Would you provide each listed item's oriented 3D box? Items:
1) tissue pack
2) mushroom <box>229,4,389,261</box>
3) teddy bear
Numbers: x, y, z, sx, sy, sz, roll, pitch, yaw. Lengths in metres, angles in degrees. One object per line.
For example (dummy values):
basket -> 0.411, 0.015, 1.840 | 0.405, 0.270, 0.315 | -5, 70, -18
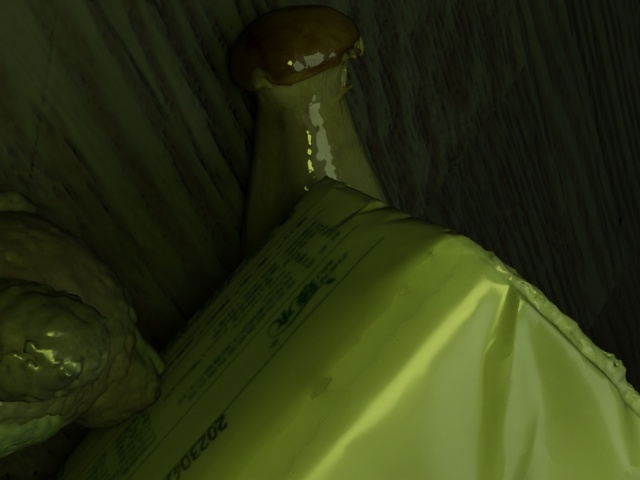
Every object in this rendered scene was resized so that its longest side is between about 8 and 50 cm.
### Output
tissue pack -> -0.024, 0.169, 0.575 | 0.207, 0.297, 0.380 | 42, 89, -16
mushroom -> 0.000, 0.000, 0.769 | 0.128, 0.128, 0.350 | -26, 116, -45
teddy bear -> -0.199, 0.066, 0.473 | 0.151, 0.236, 0.267 | 67, 23, -7
